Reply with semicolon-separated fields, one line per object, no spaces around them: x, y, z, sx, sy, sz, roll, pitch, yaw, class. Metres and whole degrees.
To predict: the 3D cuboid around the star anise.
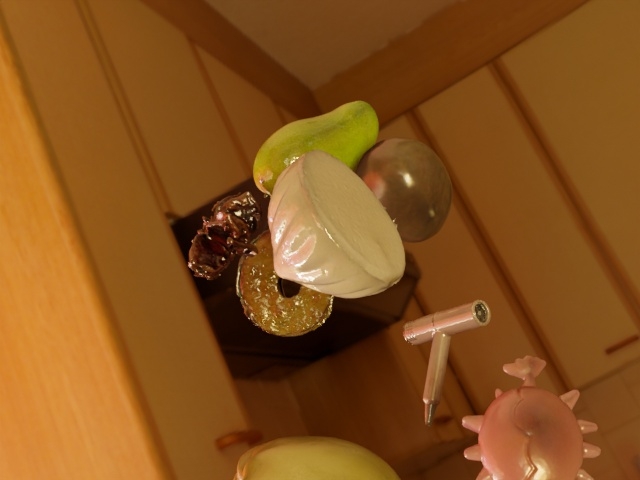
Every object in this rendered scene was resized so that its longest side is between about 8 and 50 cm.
-0.188;0.001;1.783;0.190;0.126;0.220;-33;22;32;star anise

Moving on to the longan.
0.164;-0.102;1.789;0.196;0.196;0.220;-30;-61;12;longan

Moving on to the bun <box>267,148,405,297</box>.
0.000;0.000;1.466;0.175;0.263;0.263;-37;-21;22;bun

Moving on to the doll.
0.327;0.305;1.402;0.211;0.262;0.093;-3;-29;1;doll

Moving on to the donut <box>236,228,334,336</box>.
-0.075;0.104;2.236;0.272;0.272;0.107;-29;-8;9;donut

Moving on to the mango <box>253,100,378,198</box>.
-0.005;-0.182;1.872;0.293;0.143;0.175;-33;-54;-11;mango

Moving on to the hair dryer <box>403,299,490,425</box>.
0.236;0.236;1.722;0.053;0.220;0.195;23;-31;-31;hair dryer

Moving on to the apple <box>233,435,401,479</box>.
-0.007;0.288;0.908;0.200;0.200;0.200;-23;-18;-8;apple
